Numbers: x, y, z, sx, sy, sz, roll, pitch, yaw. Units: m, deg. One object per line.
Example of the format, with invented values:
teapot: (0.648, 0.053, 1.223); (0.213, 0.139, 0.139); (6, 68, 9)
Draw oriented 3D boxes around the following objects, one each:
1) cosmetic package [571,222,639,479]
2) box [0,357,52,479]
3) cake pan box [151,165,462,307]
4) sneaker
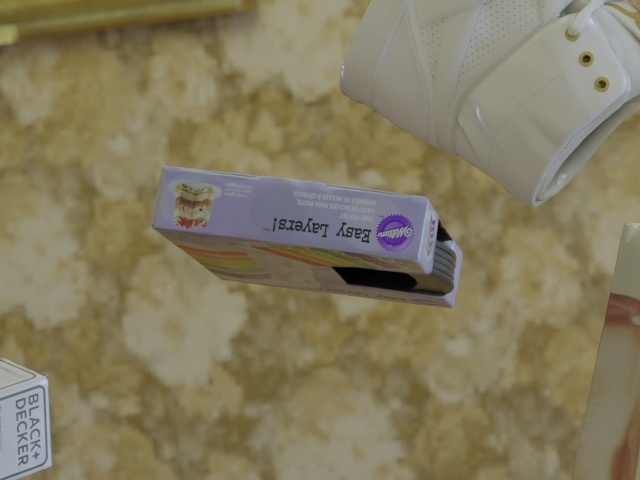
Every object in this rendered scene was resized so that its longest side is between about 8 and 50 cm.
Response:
cosmetic package: (0.242, 0.149, 1.065); (0.153, 0.296, 0.129); (23, -14, -38)
box: (-0.388, 0.170, 1.479); (0.169, 0.087, 0.290); (15, 23, 42)
cake pan box: (0.000, 0.000, 1.693); (0.266, 0.070, 0.246); (7, -9, 12)
sneaker: (0.141, -0.161, 0.955); (0.169, 0.293, 0.108); (36, 31, 20)
